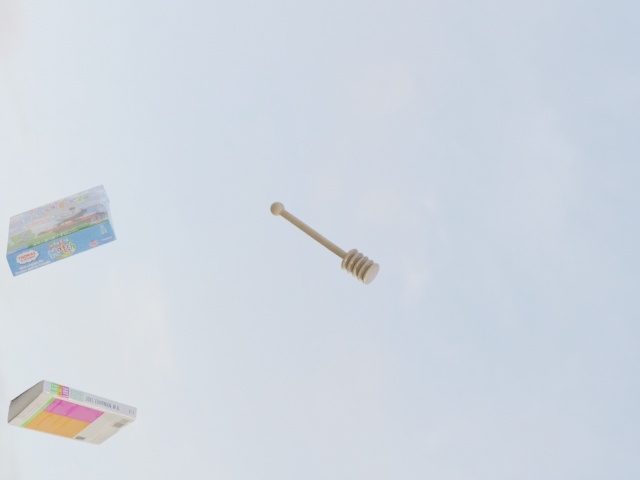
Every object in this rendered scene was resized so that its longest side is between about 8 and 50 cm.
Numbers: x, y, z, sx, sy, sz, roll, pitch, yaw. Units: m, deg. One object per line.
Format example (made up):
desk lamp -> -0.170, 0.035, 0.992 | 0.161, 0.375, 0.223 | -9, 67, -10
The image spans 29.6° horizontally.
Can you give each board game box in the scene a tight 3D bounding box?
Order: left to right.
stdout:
board game box -> -0.400, -0.019, 1.863 | 0.211, 0.160, 0.039 | -127, -162, -69

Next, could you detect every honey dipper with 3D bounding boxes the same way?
honey dipper -> 0.000, 0.000, 1.443 | 0.160, 0.030, 0.030 | 33, -48, 25

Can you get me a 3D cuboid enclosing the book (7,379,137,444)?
book -> -0.336, 0.235, 1.643 | 0.096, 0.144, 0.035 | -35, -136, 37
